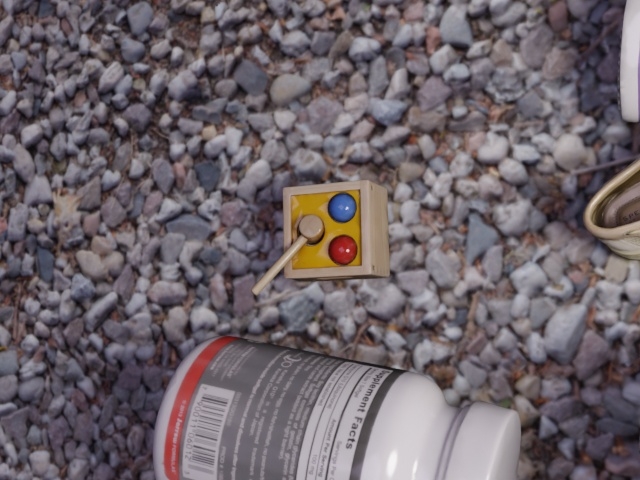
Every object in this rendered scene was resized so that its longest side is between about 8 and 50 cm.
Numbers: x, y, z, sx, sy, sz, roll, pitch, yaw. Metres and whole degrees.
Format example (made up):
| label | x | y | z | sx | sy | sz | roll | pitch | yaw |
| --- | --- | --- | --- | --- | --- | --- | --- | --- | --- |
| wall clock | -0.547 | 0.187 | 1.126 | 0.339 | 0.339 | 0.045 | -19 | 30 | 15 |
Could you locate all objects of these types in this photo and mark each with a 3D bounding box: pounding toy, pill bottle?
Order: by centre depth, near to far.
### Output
| label | x | y | z | sx | sy | sz | roll | pitch | yaw |
| --- | --- | --- | --- | --- | --- | --- | --- | --- | --- |
| pill bottle | 0.020 | 0.235 | 0.989 | 0.362 | 0.210 | 0.210 | 9 | 88 | 23 |
| pounding toy | 0.000 | 0.000 | 1.079 | 0.141 | 0.100 | 0.130 | -4 | 83 | 22 |

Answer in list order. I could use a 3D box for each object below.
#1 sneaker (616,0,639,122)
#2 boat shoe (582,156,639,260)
| label | x | y | z | sx | sy | sz | roll | pitch | yaw |
| --- | --- | --- | --- | --- | --- | --- | --- | --- | --- |
| sneaker | 0.405 | -0.252 | 0.939 | 0.161 | 0.102 | 0.282 | 14 | 90 | 20 |
| boat shoe | 0.403 | -0.083 | 0.897 | 0.302 | 0.098 | 0.109 | -34 | 60 | 26 |
